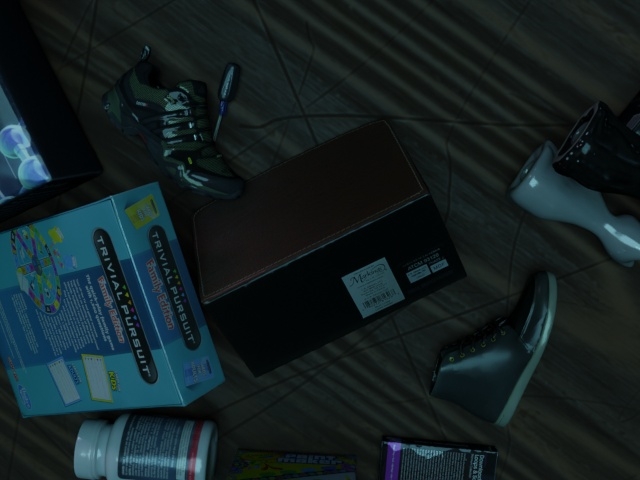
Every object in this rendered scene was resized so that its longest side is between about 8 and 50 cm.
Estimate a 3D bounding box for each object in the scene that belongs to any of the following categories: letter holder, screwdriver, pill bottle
[{"bbox_3d":[0.000,0.000,1.181,0.301,0.214,0.152,-26,128,5],"label":"letter holder"},{"bbox_3d":[-0.135,-0.155,1.220,0.025,0.024,0.170,5,106,-27],"label":"screwdriver"},{"bbox_3d":[-0.237,0.292,1.241,0.180,0.108,0.108,5,98,2],"label":"pill bottle"}]

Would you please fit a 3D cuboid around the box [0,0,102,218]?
[{"bbox_3d":[-0.536,-0.130,1.147,0.395,0.212,0.294,-25,95,6],"label":"box"}]

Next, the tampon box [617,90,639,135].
[{"bbox_3d":[0.455,-0.113,1.132,0.161,0.120,0.101,41,87,-3],"label":"tampon box"}]

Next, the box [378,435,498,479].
[{"bbox_3d":[0.161,0.338,1.265,0.162,0.029,0.116,5,99,4],"label":"box"}]

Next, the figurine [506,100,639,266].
[{"bbox_3d":[0.365,-0.048,1.125,0.209,0.215,0.092,35,71,-3],"label":"figurine"}]

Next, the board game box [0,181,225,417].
[{"bbox_3d":[-0.297,0.087,1.146,0.336,0.079,0.254,-12,99,39],"label":"board game box"}]

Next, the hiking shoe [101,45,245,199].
[{"bbox_3d":[-0.176,-0.149,1.177,0.227,0.086,0.114,40,106,2],"label":"hiking shoe"}]

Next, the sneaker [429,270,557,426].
[{"bbox_3d":[0.229,0.132,1.205,0.118,0.083,0.222,20,100,1],"label":"sneaker"}]

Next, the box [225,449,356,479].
[{"bbox_3d":[-0.044,0.459,1.167,0.177,0.279,0.290,2,97,3],"label":"box"}]
